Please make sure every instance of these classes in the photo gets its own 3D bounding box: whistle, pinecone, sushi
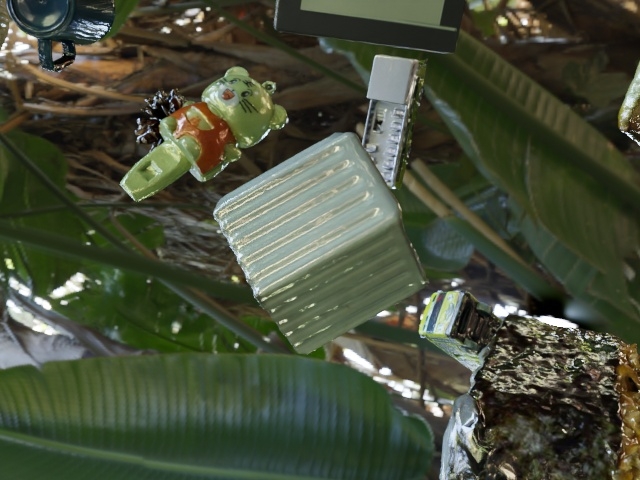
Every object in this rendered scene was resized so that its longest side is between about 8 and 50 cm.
[{"bbox_3d":[-0.178,-0.161,1.104,0.288,0.131,0.106,-39,-16,-15],"label":"whistle"},{"bbox_3d":[-0.269,-0.203,1.299,0.121,0.140,0.140,-42,-38,7],"label":"pinecone"},{"bbox_3d":[0.240,0.224,0.767,0.348,0.208,0.234,-44,-40,-57],"label":"sushi"}]

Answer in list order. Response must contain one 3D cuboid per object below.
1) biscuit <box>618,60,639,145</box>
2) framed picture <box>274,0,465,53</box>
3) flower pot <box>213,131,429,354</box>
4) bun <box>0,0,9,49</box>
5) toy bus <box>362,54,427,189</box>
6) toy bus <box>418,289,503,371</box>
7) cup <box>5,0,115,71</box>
[{"bbox_3d":[0.232,-0.167,0.427,0.139,0.016,0.231,0,-69,-60],"label":"biscuit"},{"bbox_3d":[0.086,-0.431,0.946,0.016,0.265,0.346,-96,12,-63],"label":"framed picture"},{"bbox_3d":[0.000,0.000,0.894,0.190,0.209,0.239,-28,-49,-1],"label":"flower pot"},{"bbox_3d":[-0.564,-0.392,1.109,0.210,0.116,0.237,-106,11,-62],"label":"bun"},{"bbox_3d":[0.159,-0.269,1.642,0.139,0.113,0.301,-17,-61,-68],"label":"toy bus"},{"bbox_3d":[0.364,0.229,1.759,0.262,0.150,0.128,36,-112,-32],"label":"toy bus"},{"bbox_3d":[-0.388,-0.342,1.102,0.138,0.114,0.150,-63,-46,-75],"label":"cup"}]
